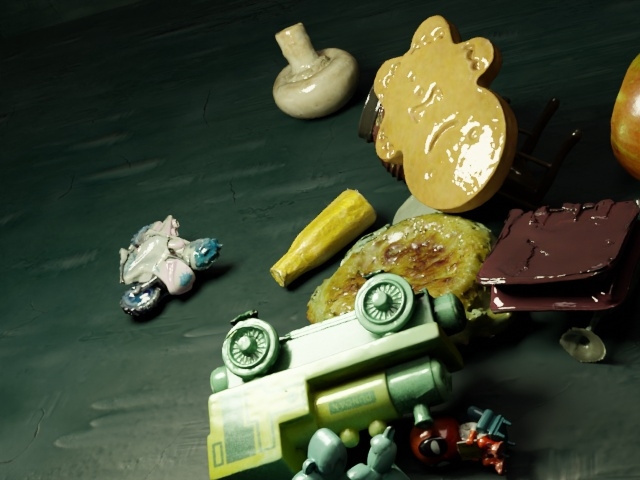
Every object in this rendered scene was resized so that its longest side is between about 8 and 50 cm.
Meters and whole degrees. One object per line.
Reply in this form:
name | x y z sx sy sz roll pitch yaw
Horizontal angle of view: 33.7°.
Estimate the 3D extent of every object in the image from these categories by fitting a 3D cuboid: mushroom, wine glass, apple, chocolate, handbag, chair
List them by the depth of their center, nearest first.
wine glass | 0.399 0.083 1.471 0.066 0.066 0.198 3 38 37
handbag | 0.343 0.021 1.486 0.203 0.074 0.216 -6 29 32
apple | 0.589 -0.196 1.678 0.226 0.246 0.246 20 48 25
chair | 0.277 -0.107 1.799 0.186 0.319 0.160 19 27 -18
chocolate | 0.000 0.000 1.855 0.219 0.085 0.086 -41 35 -26
mushroom | -0.008 -0.378 2.360 0.206 0.209 0.206 4 19 -1

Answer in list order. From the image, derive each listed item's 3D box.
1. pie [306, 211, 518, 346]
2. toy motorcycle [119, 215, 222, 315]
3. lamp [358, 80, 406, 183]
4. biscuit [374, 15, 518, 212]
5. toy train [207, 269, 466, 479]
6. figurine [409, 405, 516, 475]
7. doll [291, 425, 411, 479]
pie | 0.140 0.070 1.622 0.355 0.103 0.288 -3 32 29
toy motorcycle | -0.269 0.031 1.959 0.204 0.108 0.239 -20 52 13
lamp | 0.195 -0.217 1.935 0.247 0.247 0.247 -16 30 10
biscuit | 0.195 -0.202 1.718 0.275 0.052 0.355 -41 49 32
toy train | 0.026 0.188 1.396 0.369 0.150 0.237 -20 54 15
figurine | 0.174 0.252 1.341 0.140 0.068 0.075 1 40 31
doll | 0.032 0.290 1.286 0.159 0.158 0.059 -26 31 -20
